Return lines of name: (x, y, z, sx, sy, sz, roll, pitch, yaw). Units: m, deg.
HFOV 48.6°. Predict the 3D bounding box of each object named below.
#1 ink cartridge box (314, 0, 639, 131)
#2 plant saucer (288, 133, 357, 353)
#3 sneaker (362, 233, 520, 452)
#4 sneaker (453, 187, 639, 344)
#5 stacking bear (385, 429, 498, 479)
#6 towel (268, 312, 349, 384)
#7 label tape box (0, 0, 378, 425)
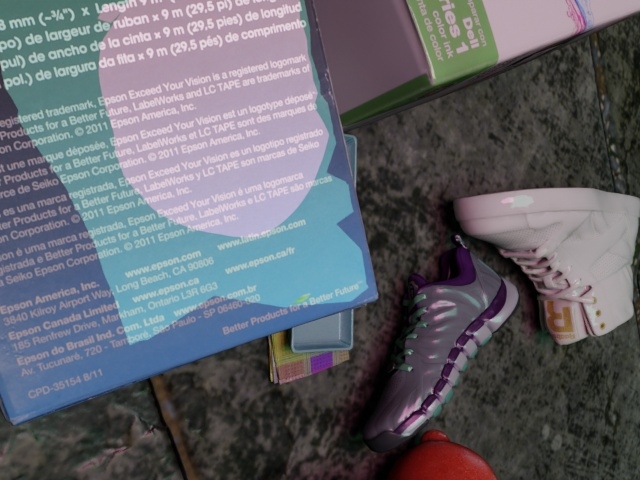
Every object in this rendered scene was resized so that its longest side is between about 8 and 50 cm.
ink cartridge box: (0.099, -0.180, 0.565, 0.278, 0.201, 0.117, -25, 97, -33)
plant saucer: (0.000, 0.000, 0.618, 0.067, 0.018, 0.192, 3, 87, -37)
sneaker: (0.094, 0.094, 0.678, 0.098, 0.083, 0.224, 47, 61, -3)
sneaker: (0.256, 0.031, 0.760, 0.293, 0.108, 0.169, 2, 88, -38)
stacking bear: (0.054, 0.280, 0.595, 0.175, 0.164, 0.289, 41, 45, 17)
towel: (-0.011, 0.089, 0.626, 0.083, 0.009, 0.060, -11, 98, -36)
label tape box: (-0.121, -0.090, 0.443, 0.241, 0.106, 0.333, -17, 103, -18)
